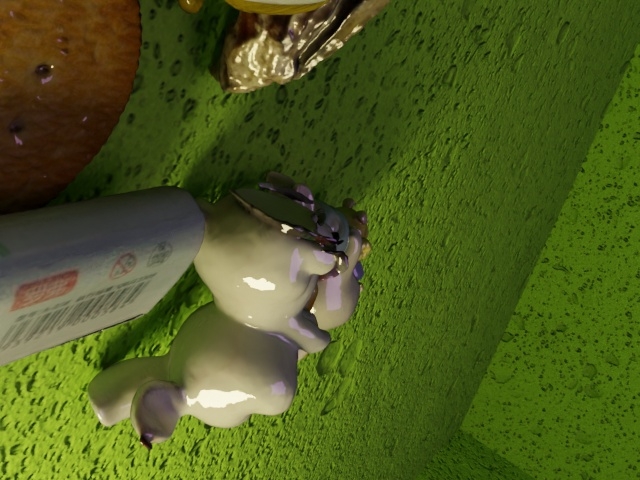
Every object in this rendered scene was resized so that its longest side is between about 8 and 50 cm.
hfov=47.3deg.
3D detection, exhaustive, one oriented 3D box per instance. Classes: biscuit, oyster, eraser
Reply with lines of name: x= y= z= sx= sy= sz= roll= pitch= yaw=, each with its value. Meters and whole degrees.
biscuit: x=-0.246 y=-0.103 z=0.472 sx=0.305 sy=0.038 sz=0.305 roll=-39 pitch=156 yaw=-21
oyster: x=0.011 y=-0.265 z=0.656 sx=0.100 sy=0.275 sz=0.271 roll=32 pitch=71 yaw=-27
eraser: x=-0.224 y=0.036 z=0.613 sx=0.174 sy=0.081 sz=0.227 roll=-43 pitch=168 yaw=31

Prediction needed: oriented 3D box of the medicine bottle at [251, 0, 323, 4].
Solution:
medicine bottle: x=-0.037 y=-0.307 z=0.373 sx=0.202 sy=0.202 sz=0.315 roll=14 pitch=92 yaw=-64

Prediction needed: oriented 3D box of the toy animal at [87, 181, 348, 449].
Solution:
toy animal: x=-0.096 y=0.095 z=0.825 sx=0.247 sy=0.183 sz=0.310 roll=15 pitch=108 yaw=-40

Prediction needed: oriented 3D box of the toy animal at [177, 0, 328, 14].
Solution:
toy animal: x=-0.095 y=-0.234 z=0.590 sx=0.155 sy=0.219 sz=0.095 roll=-124 pitch=-138 yaw=-78

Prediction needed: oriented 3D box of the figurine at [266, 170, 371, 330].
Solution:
figurine: x=0.000 y=0.000 z=0.987 sx=0.155 sy=0.127 sz=0.235 roll=-19 pitch=129 yaw=-24
